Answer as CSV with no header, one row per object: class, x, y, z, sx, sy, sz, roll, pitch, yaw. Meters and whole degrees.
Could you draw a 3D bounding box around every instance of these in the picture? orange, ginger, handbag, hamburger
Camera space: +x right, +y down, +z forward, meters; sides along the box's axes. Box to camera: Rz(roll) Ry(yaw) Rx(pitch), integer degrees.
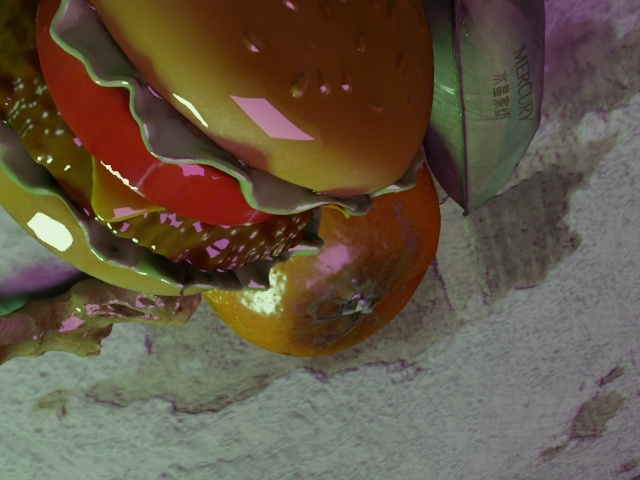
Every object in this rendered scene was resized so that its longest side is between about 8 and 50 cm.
orange,0.000,0.000,0.869,0.224,0.170,0.224,-17,141,-15
ginger,-0.238,0.082,0.887,0.288,0.075,0.089,-20,146,-22
handbag,0.121,-0.162,0.802,0.117,0.183,0.270,9,148,18
hamburger,-0.059,-0.113,0.602,0.274,0.275,0.212,10,148,-41
